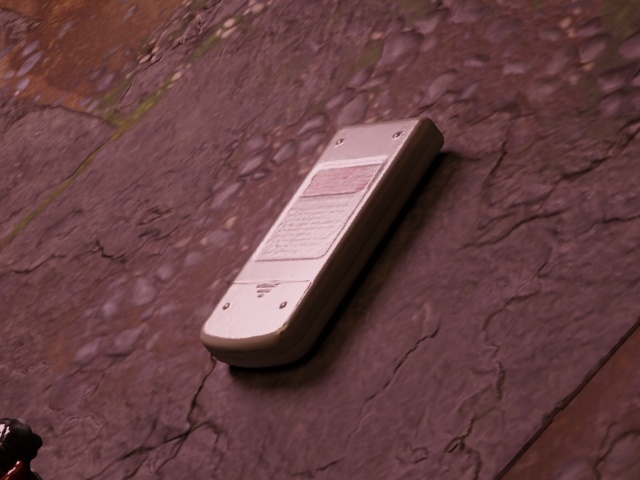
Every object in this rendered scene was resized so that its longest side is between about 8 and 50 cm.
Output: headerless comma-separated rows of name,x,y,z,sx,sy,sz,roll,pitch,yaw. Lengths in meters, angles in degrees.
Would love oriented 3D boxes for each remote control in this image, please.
remote control,0.000,0.000,1.176,0.087,0.029,0.190,-5,43,48

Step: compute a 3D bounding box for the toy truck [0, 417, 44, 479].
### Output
toy truck,-0.228,0.168,1.126,0.135,0.114,0.270,-46,30,-23
